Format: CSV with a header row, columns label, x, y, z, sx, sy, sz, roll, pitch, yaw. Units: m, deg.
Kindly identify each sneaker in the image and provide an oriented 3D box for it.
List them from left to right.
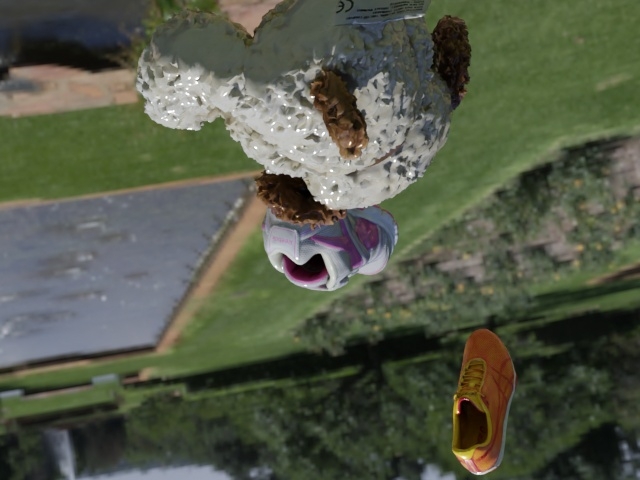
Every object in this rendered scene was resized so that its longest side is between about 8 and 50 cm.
label,x,y,z,sx,sy,sz,roll,pitch,yaw
sneaker,0.000,0.000,1.171,0.103,0.111,0.252,14,169,27
sneaker,0.178,0.168,1.247,0.064,0.175,0.067,-13,138,24

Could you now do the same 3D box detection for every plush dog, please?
label,x,y,z,sx,sy,sz,roll,pitch,yaw
plush dog,0.026,-0.110,0.891,0.262,0.210,0.225,-38,148,9
